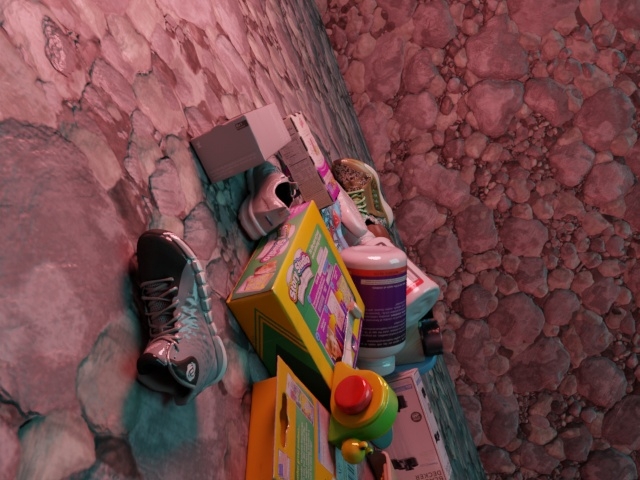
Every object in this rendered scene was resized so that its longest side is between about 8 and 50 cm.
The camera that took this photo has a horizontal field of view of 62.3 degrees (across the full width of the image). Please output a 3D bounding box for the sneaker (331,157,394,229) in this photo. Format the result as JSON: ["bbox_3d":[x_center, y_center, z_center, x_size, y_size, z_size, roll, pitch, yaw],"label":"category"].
[{"bbox_3d":[0.164,-0.142,2.071,0.410,0.158,0.182,54,40,-32],"label":"sneaker"}]

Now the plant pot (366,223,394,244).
[{"bbox_3d":[0.210,0.039,1.966,0.167,0.167,0.165,47,19,-54],"label":"plant pot"}]

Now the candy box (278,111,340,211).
[{"bbox_3d":[-0.037,-0.196,1.314,0.233,0.071,0.159,63,14,-11],"label":"candy box"}]

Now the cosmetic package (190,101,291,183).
[{"bbox_3d":[-0.154,-0.206,1.087,0.107,0.127,0.238,65,19,-17],"label":"cosmetic package"}]

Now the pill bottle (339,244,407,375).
[{"bbox_3d":[0.135,0.181,1.394,0.181,0.181,0.323,-32,123,-74],"label":"pill bottle"}]

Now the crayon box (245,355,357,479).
[{"bbox_3d":[-0.032,0.368,0.884,0.203,0.083,0.323,-92,157,-48],"label":"crayon box"}]

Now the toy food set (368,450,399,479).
[{"bbox_3d":[0.156,0.652,1.195,0.306,0.092,0.220,-68,136,-79],"label":"toy food set"}]

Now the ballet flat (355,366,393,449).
[{"bbox_3d":[0.105,0.404,1.316,0.248,0.086,0.086,65,17,-14],"label":"ballet flat"}]

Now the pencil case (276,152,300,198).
[{"bbox_3d":[-0.083,-0.178,1.395,0.070,0.064,0.152,91,-5,-48],"label":"pencil case"}]

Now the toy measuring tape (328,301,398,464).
[{"bbox_3d":[0.088,0.248,0.986,0.121,0.121,0.330,57,30,-38],"label":"toy measuring tape"}]

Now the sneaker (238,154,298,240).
[{"bbox_3d":[-0.097,-0.107,1.172,0.281,0.115,0.105,-90,155,-50],"label":"sneaker"}]

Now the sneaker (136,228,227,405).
[{"bbox_3d":[-0.194,0.101,0.669,0.132,0.086,0.229,-42,113,-70],"label":"sneaker"}]

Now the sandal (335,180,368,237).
[{"bbox_3d":[0.045,-0.110,1.688,0.169,0.102,0.416,49,9,-18],"label":"sandal"}]

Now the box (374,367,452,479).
[{"bbox_3d":[0.224,0.508,1.413,0.087,0.169,0.290,5,67,-73],"label":"box"}]

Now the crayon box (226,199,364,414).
[{"bbox_3d":[-0.027,0.136,1.107,0.313,0.106,0.363,63,22,-22],"label":"crayon box"}]

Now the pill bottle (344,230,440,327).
[{"bbox_3d":[0.195,0.102,1.619,0.318,0.176,0.176,46,2,30],"label":"pill bottle"}]

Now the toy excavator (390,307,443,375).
[{"bbox_3d":[0.289,0.333,1.852,0.433,0.222,0.445,-92,170,-47],"label":"toy excavator"}]

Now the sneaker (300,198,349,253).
[{"bbox_3d":[0.000,0.000,1.459,0.125,0.104,0.262,-9,85,-47],"label":"sneaker"}]
